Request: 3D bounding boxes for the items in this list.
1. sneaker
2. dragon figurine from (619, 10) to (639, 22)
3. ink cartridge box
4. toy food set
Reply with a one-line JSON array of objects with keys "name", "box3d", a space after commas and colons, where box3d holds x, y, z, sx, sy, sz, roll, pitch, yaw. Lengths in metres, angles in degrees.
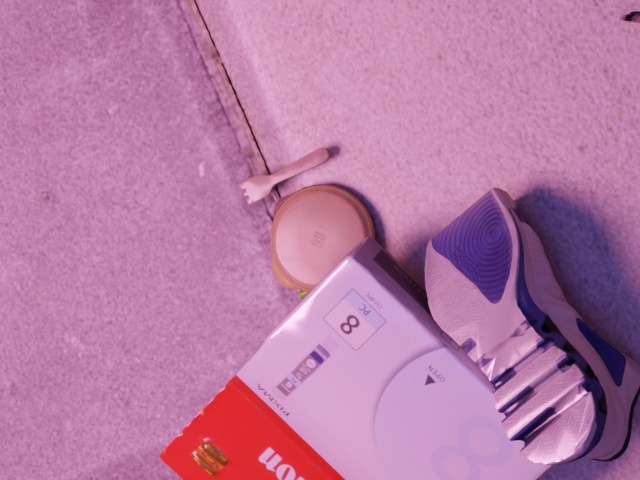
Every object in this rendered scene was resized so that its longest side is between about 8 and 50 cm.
[{"name": "sneaker", "box3d": [0.234, 0.113, 1.735, 0.127, 0.182, 0.315, -38, 54, 22]}, {"name": "dragon figurine", "box3d": [0.376, -0.281, 1.629, 0.289, 0.085, 0.144, 9, 102, 23]}, {"name": "ink cartridge box", "box3d": [0.031, 0.233, 1.827, 0.308, 0.091, 0.385, 44, 111, 0]}, {"name": "toy food set", "box3d": [0.000, 0.000, 1.865, 0.132, 0.038, 0.192, -25, 83, 17]}]
